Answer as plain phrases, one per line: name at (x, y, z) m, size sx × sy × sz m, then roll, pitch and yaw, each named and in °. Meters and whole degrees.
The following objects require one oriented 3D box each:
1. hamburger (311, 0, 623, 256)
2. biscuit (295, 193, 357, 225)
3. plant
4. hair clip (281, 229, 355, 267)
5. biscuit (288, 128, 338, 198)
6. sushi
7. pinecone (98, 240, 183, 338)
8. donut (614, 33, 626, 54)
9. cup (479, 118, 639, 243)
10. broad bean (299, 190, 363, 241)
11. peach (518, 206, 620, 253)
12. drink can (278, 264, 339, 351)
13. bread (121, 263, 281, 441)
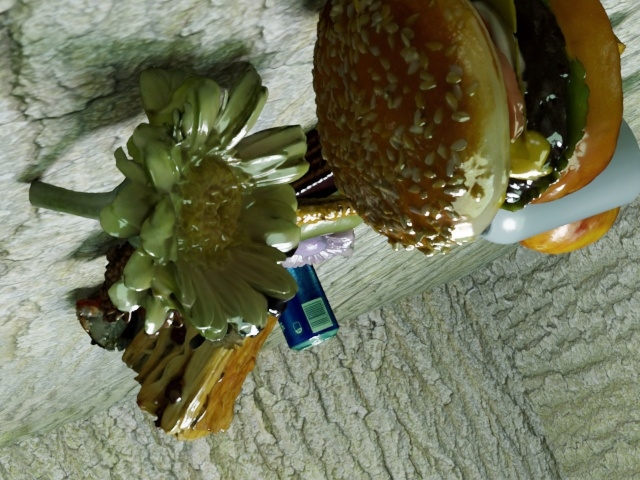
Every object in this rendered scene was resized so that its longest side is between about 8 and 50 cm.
hamburger at (0.118, -0.134, 0.899) m, size 0.225 × 0.290 × 0.291 m, roll -18°, pitch 169°, yaw -23°
biscuit at (-0.042, -0.041, 1.462) m, size 0.254 × 0.035 × 0.254 m, roll -6°, pitch -174°, yaw 1°
plant at (-0.143, -0.009, 0.989) m, size 0.297 × 0.261 × 0.306 m, roll -25°, pitch 159°, yaw 9°
hair clip at (0.004, 0.007, 1.959) m, size 0.173 × 0.069 × 0.300 m, roll -26°, pitch 170°, yaw 23°
biscuit at (0.109, -0.164, 1.298) m, size 0.388 × 0.073 × 0.107 m, roll -28°, pitch 168°, yaw 27°
sushi at (-0.367, 0.140, 1.711) m, size 0.097 × 0.103 × 0.226 m, roll -32°, pitch 164°, yaw 6°
pinecone at (-0.235, 0.058, 1.454) m, size 0.195 × 0.150 × 0.179 m, roll -17°, pitch 163°, yaw -48°
donut at (0.392, -0.276, 1.440) m, size 0.097 × 0.043 × 0.108 m, roll -28°, pitch 168°, yaw 25°
cup at (0.426, -0.122, 1.874) m, size 0.312 × 0.205 × 0.205 m, roll -19°, pitch 169°, yaw -15°
broad bean at (-0.001, -0.042, 1.654) m, size 0.175 × 0.082 × 0.124 m, roll -23°, pitch 172°, yaw -14°
peach at (0.520, -0.087, 2.172) m, size 0.281 × 0.238 × 0.281 m, roll -41°, pitch -156°, yaw 23°
drink can at (-0.046, 0.123, 2.067) m, size 0.118 × 0.204 × 0.118 m, roll -22°, pitch 172°, yaw -3°
bread at (-0.208, 0.167, 1.778) m, size 0.369 × 0.192 × 0.314 m, roll -64°, pitch 168°, yaw -10°
